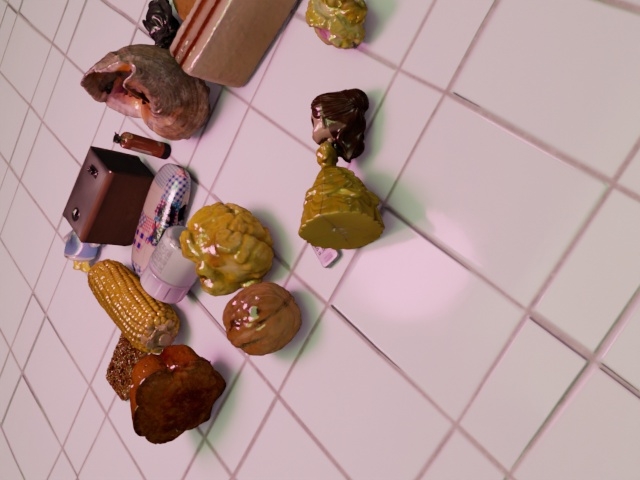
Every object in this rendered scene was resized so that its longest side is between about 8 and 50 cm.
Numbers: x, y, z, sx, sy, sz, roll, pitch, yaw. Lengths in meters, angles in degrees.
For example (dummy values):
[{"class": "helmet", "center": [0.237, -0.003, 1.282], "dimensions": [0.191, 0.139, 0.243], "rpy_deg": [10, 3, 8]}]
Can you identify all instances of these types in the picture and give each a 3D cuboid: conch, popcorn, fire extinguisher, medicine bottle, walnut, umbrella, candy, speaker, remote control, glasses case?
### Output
[{"class": "conch", "center": [-0.435, -0.401, 1.643], "dimensions": [0.297, 0.352, 0.209], "rpy_deg": [7, 70, 7]}, {"class": "popcorn", "center": [-0.216, 0.023, 1.520], "dimensions": [0.200, 0.226, 0.203], "rpy_deg": [-83, -5, -45]}, {"class": "fire extinguisher", "center": [-0.491, -0.260, 1.772], "dimensions": [0.050, 0.177, 0.062], "rpy_deg": [-50, 55, 24]}, {"class": "medicine bottle", "center": [-0.366, 0.062, 1.653], "dimensions": [0.135, 0.135, 0.168], "rpy_deg": [49, 115, 34]}, {"class": "walnut", "center": [-0.133, 0.175, 1.430], "dimensions": [0.184, 0.155, 0.155], "rpy_deg": [-32, 65, 29]}, {"class": "umbrella", "center": [-0.430, -0.577, 1.812], "dimensions": [0.110, 0.122, 0.272], "rpy_deg": [-20, 60, -3]}, {"class": "candy", "center": [-0.200, -0.527, 1.552], "dimensions": [0.320, 0.180, 0.135], "rpy_deg": [-53, 54, 23]}, {"class": "speaker", "center": [-0.588, -0.118, 1.830], "dimensions": [0.153, 0.193, 0.230], "rpy_deg": [44, 114, 35]}, {"class": "popcorn", "center": [0.035, -0.473, 1.380], "dimensions": [0.126, 0.126, 0.145], "rpy_deg": [-60, 32, 31]}, {"class": "remote control", "center": [0.000, 0.000, 1.417], "dimensions": [0.053, 0.018, 0.124], "rpy_deg": [-44, 58, 27]}, {"class": "glasses case", "center": [-0.433, -0.049, 1.763], "dimensions": [0.125, 0.076, 0.327], "rpy_deg": [28, 103, 37]}]

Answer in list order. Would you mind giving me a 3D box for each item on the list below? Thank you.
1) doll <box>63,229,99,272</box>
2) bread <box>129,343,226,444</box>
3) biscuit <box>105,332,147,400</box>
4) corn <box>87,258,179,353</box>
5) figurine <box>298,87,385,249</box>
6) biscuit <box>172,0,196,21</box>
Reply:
[{"class": "doll", "center": [-0.729, -0.025, 2.005], "dimensions": [0.135, 0.099, 0.240], "rpy_deg": [10, 90, 64]}, {"class": "bread", "center": [-0.341, 0.365, 1.543], "dimensions": [0.135, 0.232, 0.246], "rpy_deg": [46, 138, 46]}, {"class": "biscuit", "center": [-0.545, 0.329, 1.847], "dimensions": [0.131, 0.025, 0.230], "rpy_deg": [34, 107, 38]}, {"class": "corn", "center": [-0.507, 0.172, 1.764], "dimensions": [0.387, 0.144, 0.143], "rpy_deg": [35, 107, 43]}, {"class": "figurine", "center": [0.028, -0.159, 1.329], "dimensions": [0.168, 0.187, 0.315], "rpy_deg": [-26, 60, 41]}, {"class": "biscuit", "center": [-0.296, -0.756, 1.748], "dimensions": [0.312, 0.057, 0.351], "rpy_deg": [50, 116, 32]}]
